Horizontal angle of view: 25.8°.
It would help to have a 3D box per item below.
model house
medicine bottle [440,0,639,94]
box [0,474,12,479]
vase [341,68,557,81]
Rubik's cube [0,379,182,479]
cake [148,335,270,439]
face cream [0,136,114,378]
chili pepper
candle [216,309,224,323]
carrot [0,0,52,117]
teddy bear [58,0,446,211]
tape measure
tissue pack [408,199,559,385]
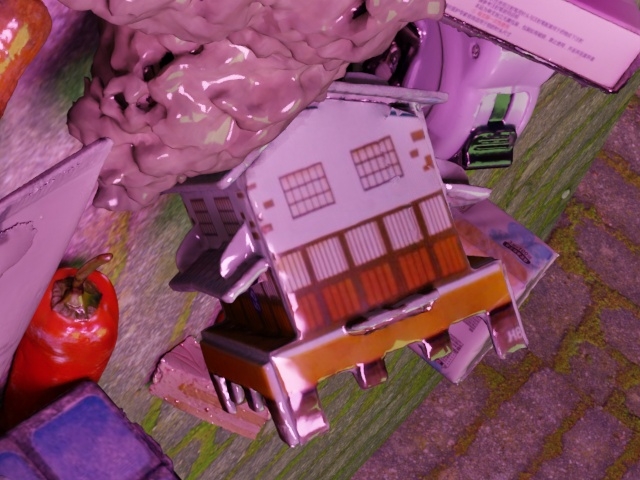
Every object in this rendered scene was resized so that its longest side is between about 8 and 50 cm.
[{"bbox_3d":[0.000,0.000,0.971,0.198,0.215,0.224,-19,-173,-16],"label":"model house"},{"bbox_3d":[0.121,-0.197,0.928,0.052,0.171,0.201,-54,-156,34],"label":"medicine bottle"},{"bbox_3d":[-0.203,0.246,0.763,0.162,0.227,0.130,-11,144,-42],"label":"box"},{"bbox_3d":[0.116,-0.160,1.271,0.301,0.156,0.251,-43,-169,-10],"label":"vase"},{"bbox_3d":[-0.224,0.367,0.984,0.337,0.344,0.344,-33,164,-42],"label":"Rubik's cube"},{"bbox_3d":[-0.106,0.152,1.354,0.065,0.121,0.052,-20,140,-51],"label":"cake"},{"bbox_3d":[-0.207,0.064,0.738,0.143,0.089,0.314,-37,174,-43],"label":"face cream"},{"bbox_3d":[-0.192,0.083,1.022,0.272,0.071,0.063,122,-25,-47],"label":"chili pepper"},{"bbox_3d":[-0.052,0.040,1.379,0.084,0.059,0.302,-14,140,-49],"label":"candle"},{"bbox_3d":[-0.192,-0.048,0.683,0.186,0.060,0.060,-53,167,6],"label":"carrot"},{"bbox_3d":[-0.032,-0.168,0.698,0.367,0.224,0.357,-42,175,34],"label":"teddy bear"},{"bbox_3d":[0.092,-0.139,1.078,0.105,0.196,0.178,-7,124,-30],"label":"tape measure"},{"bbox_3d":[0.117,0.004,1.464,0.145,0.229,0.159,-35,159,-50],"label":"tissue pack"}]
